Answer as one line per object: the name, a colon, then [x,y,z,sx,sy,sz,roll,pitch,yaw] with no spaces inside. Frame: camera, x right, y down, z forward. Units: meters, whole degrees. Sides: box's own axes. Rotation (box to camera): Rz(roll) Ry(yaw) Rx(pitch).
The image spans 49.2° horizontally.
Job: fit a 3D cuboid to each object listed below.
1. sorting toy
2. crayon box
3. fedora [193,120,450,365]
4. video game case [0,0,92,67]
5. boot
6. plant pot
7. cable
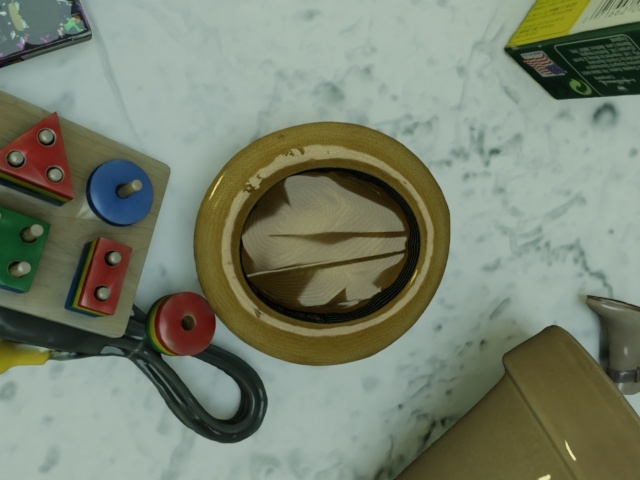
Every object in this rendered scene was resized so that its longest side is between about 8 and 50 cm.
sorting toy: [-0.174,-0.021,0.450,0.274,0.046,0.132,24,68,-32]
crayon box: [0.306,-0.259,0.535,0.081,0.202,0.318,35,87,-20]
fedora: [0.000,0.000,0.537,0.194,0.079,0.194,-2,99,-12]
video game case: [-0.286,-0.205,0.429,0.210,0.042,0.232,-24,105,-14]
boot: [0.292,0.104,0.671,0.118,0.042,0.087,14,96,-20]
plant pot: [0.164,0.235,0.562,0.229,0.263,0.263,-32,108,8]
cable: [-0.163,0.060,0.520,0.287,0.072,0.139,25,73,-32]
